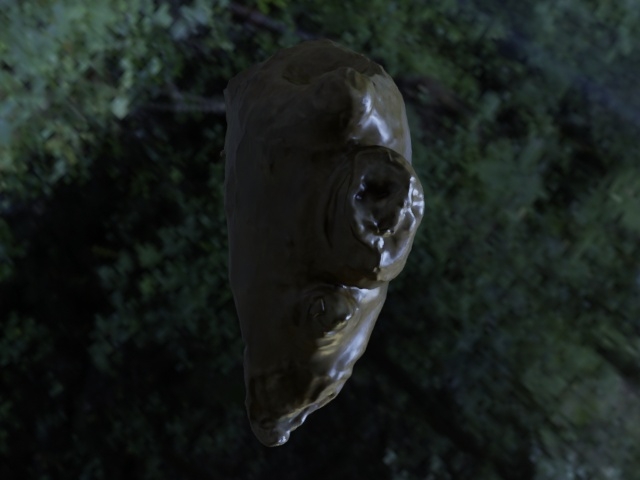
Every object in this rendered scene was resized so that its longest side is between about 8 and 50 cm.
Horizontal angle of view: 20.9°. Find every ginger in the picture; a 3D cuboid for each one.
[{"bbox_3d":[0.000,0.000,1.169,0.123,0.219,0.270,-4,87,-24],"label":"ginger"}]
